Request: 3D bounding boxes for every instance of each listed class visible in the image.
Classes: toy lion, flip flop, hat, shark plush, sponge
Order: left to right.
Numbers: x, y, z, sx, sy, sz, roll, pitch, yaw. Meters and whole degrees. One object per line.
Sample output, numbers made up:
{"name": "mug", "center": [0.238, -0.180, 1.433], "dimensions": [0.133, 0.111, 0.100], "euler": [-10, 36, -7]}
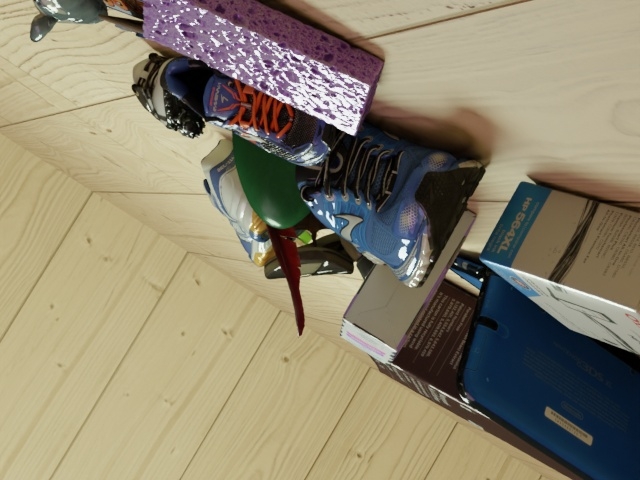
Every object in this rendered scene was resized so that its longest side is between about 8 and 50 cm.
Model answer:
{"name": "shark plush", "center": [-0.222, -0.235, 1.597], "dimensions": [0.067, 0.073, 0.161], "euler": [8, 156, -6]}
{"name": "hat", "center": [-0.068, -0.032, 1.974], "dimensions": [0.208, 0.184, 0.173], "euler": [30, 172, 5]}
{"name": "sponge", "center": [-0.051, -0.163, 1.514], "dimensions": [0.210, 0.031, 0.117], "euler": [25, 162, 1]}
{"name": "toy lion", "center": [-0.055, -0.023, 2.585], "dimensions": [0.096, 0.034, 0.100], "euler": [39, 172, -4]}
{"name": "flip flop", "center": [0.000, 0.000, 2.212], "dimensions": [0.112, 0.080, 0.277], "euler": [-4, -174, 15]}

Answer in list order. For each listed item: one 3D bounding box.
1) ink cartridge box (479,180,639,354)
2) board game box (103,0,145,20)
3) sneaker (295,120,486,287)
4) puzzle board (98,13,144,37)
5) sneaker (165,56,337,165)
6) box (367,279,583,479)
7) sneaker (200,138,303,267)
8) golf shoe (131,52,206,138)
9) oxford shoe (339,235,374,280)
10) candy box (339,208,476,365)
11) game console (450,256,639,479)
{"name": "ink cartridge box", "center": [0.259, 0.035, 1.518], "dimensions": [0.148, 0.086, 0.203], "euler": [36, 171, -34]}
{"name": "board game box", "center": [-0.203, -0.253, 1.631], "dimensions": [0.201, 0.035, 0.136], "euler": [24, 170, 42]}
{"name": "sneaker", "center": [0.046, -0.045, 1.670], "dimensions": [0.147, 0.130, 0.330], "euler": [30, 173, -12]}
{"name": "puzzle board", "center": [-0.133, -0.188, 1.663], "dimensions": [0.096, 0.011, 0.128], "euler": [21, -169, 29]}
{"name": "sneaker", "center": [-0.066, -0.124, 1.670], "dimensions": [0.087, 0.083, 0.221], "euler": [3, -167, -43]}
{"name": "box", "center": [0.257, 0.192, 2.354], "dimensions": [0.381, 0.143, 0.191], "euler": [27, 171, 15]}
{"name": "sneaker", "center": [-0.082, -0.057, 2.269], "dimensions": [0.131, 0.112, 0.296], "euler": [44, 170, 10]}
{"name": "golf shoe", "center": [-0.171, -0.164, 1.934], "dimensions": [0.094, 0.077, 0.198], "euler": [30, 171, 6]}
{"name": "oxford shoe", "center": [0.072, 0.001, 2.133], "dimensions": [0.096, 0.082, 0.227], "euler": [56, -178, 13]}
{"name": "candy box", "center": [0.091, 0.042, 1.912], "dimensions": [0.070, 0.165, 0.196], "euler": [31, 172, 4]}
{"name": "game console", "center": [0.248, 0.156, 2.066], "dimensions": [0.293, 0.250, 0.173], "euler": [34, 145, -22]}
